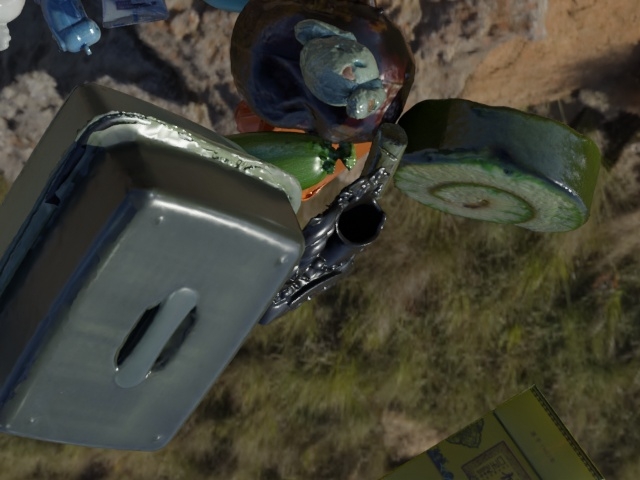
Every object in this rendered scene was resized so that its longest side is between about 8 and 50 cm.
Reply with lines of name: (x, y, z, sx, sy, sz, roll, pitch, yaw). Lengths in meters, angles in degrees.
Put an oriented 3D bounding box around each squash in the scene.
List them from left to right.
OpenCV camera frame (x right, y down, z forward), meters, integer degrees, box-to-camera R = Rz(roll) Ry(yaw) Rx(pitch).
squash: (-0.129, -0.110, 1.317, 0.378, 0.101, 0.101, -2, 131, 18)

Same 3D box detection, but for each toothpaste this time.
toothpaste: (-0.343, -0.509, 1.550, 0.113, 0.299, 0.073, -10, 166, -10)

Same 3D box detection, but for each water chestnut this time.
water chestnut: (0.018, -0.343, 1.539, 0.335, 0.335, 0.347, 21, 111, -12)

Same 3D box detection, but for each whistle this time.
whistle: (-0.534, -0.491, 1.808, 0.093, 0.180, 0.269, -27, 84, -10)

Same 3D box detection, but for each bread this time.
bread: (0.314, -0.129, 1.593, 0.381, 0.129, 0.366, 23, 166, -27)

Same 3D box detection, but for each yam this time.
yam: (0.098, -0.124, 1.427, 0.054, 0.054, 0.132, 15, 134, -6)

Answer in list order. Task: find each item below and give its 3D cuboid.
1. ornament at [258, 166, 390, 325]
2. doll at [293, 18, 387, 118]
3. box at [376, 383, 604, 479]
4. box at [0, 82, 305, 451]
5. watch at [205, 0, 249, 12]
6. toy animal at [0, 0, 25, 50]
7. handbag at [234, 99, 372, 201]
ornament: (0.000, 0.000, 1.364, 0.106, 0.251, 0.260, 53, 149, 9)
doll: (0.026, -0.233, 1.208, 0.103, 0.214, 0.072, -5, 134, -24)
box: (0.210, 0.322, 1.154, 0.278, 0.153, 0.041, -28, 152, -13)
box: (-0.164, 0.032, 0.740, 0.220, 0.166, 0.291, 20, 112, -42)
watch: (-0.158, -0.563, 1.820, 0.195, 0.237, 0.068, 38, 158, 2)
toy animal: (-0.494, -0.348, 1.172, 0.154, 0.326, 0.208, -15, 151, 39)
handbag: (-0.014, -0.260, 2.061, 0.303, 0.116, 0.410, -36, 159, 1)
